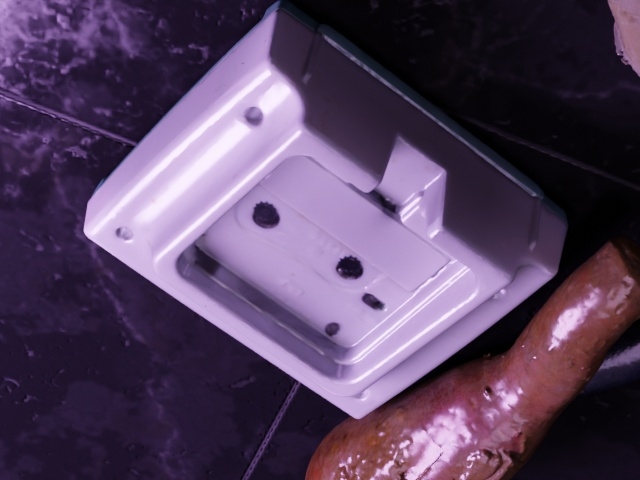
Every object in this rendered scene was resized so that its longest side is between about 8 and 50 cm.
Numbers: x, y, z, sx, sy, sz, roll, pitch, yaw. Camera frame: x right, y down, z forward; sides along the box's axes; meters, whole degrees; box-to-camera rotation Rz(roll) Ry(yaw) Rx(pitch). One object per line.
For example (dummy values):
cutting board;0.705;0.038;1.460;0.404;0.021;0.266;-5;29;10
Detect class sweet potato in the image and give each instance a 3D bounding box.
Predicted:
sweet potato;0.114;0.127;1.395;0.109;0.109;0.385;35;133;-19

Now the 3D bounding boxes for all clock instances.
clock;0.000;0.000;1.324;0.262;0.116;0.231;36;125;-18

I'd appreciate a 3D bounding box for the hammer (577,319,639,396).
hammer;0.280;0.051;1.370;0.290;0.037;0.137;-20;123;22

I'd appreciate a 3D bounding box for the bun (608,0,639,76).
bun;0.238;-0.141;1.075;0.166;0.113;0.173;9;126;3
